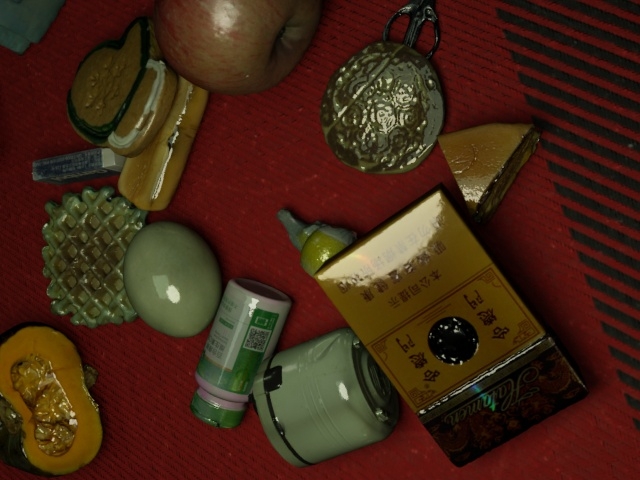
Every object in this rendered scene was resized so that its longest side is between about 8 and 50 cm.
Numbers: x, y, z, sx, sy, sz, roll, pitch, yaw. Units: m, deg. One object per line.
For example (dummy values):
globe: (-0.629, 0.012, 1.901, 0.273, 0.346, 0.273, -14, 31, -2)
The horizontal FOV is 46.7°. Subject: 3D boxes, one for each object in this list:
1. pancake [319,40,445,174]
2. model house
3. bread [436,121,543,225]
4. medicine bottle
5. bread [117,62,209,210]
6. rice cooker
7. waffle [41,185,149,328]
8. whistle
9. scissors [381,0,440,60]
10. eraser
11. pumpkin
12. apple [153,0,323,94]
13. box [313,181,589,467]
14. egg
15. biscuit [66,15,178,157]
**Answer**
pancake: (0.116, -0.239, 1.381, 0.250, 0.031, 0.249, 2, 95, 21)
model house: (-0.733, -0.599, 1.577, 0.252, 0.329, 0.294, 38, 100, 15)
bread: (0.298, -0.112, 1.263, 0.169, 0.140, 0.159, -8, 80, 21)
medicine bottle: (-0.160, 0.219, 1.434, 0.134, 0.133, 0.274, 22, 97, 21)
bread: (-0.318, -0.211, 1.527, 0.142, 0.091, 0.305, 26, 99, 36)
rice cooker: (0.006, 0.280, 1.329, 0.244, 0.226, 0.225, -28, 79, 17)
waffle: (-0.483, 0.036, 1.606, 0.292, 0.056, 0.309, -2, 89, 21)
whistle: (0.000, 0.000, 1.395, 0.223, 0.123, 0.122, 44, 104, 33)
scissors: (0.202, -0.470, 1.366, 0.109, 0.022, 0.299, 22, 99, 18)
eraser: (-0.508, -0.160, 1.603, 0.213, 0.092, 0.046, -8, 85, 20)
pumpkin: (-0.602, 0.342, 1.588, 0.232, 0.242, 0.324, -26, 83, 49)
apple: (-0.138, -0.427, 1.352, 0.269, 0.345, 0.344, 35, 102, -3)
box: (0.219, 0.142, 1.241, 0.264, 0.116, 0.415, -35, 93, 15)
egg: (-0.289, 0.075, 1.456, 0.187, 0.187, 0.253, -38, 61, 16)
biscuit: (-0.407, -0.327, 1.520, 0.344, 0.057, 0.287, 33, 96, 41)
